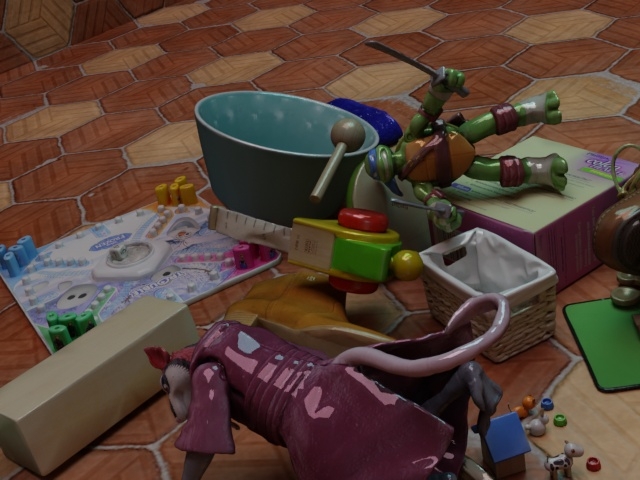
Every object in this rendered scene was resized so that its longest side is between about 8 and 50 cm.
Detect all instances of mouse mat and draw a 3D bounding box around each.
[{"bbox_3d":[0.396,0.120,1.092,0.153,0.007,0.189,-9,27,5],"label":"mouse mat"}]

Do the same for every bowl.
[{"bbox_3d":[-0.067,-0.130,1.499,0.312,0.163,0.311,8,25,-4],"label":"bowl"}]

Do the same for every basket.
[{"bbox_3d":[0.217,0.070,1.148,0.113,0.103,0.167,-22,29,-19],"label":"basket"}]

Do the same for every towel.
[{"bbox_3d":[-0.017,-0.203,1.770,0.308,0.076,0.228,-28,32,-29],"label":"towel"}]

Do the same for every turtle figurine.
[{"bbox_3d":[0.197,-0.122,1.175,0.266,0.274,0.197,-8,62,-2],"label":"turtle figurine"}]

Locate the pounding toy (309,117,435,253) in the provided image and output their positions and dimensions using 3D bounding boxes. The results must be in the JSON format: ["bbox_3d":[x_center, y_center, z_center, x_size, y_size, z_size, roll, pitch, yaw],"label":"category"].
[{"bbox_3d":[0.067,-0.054,1.349,0.110,0.237,0.182,-16,43,50],"label":"pounding toy"}]

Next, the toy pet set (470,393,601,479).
[{"bbox_3d":[0.223,0.199,0.946,0.114,0.065,0.122,-16,28,-9],"label":"toy pet set"}]

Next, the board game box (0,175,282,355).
[{"bbox_3d":[-0.323,0.023,1.492,0.390,0.050,0.390,-24,30,-23],"label":"board game box"}]

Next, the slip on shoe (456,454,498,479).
[{"bbox_3d":[0.144,0.243,0.921,0.041,0.051,0.135,-52,44,-4],"label":"slip on shoe"}]

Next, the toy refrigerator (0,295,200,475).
[{"bbox_3d":[-0.287,0.182,1.143,0.102,0.094,0.269,7,31,43],"label":"toy refrigerator"}]

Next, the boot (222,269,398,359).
[{"bbox_3d":[0.013,0.108,1.161,0.295,0.104,0.211,5,24,17],"label":"boot"}]

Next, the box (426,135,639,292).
[{"bbox_3d":[0.318,-0.039,1.299,0.243,0.117,0.214,-28,32,-27],"label":"box"}]

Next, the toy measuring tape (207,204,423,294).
[{"bbox_3d":[0.000,0.000,1.222,0.330,0.121,0.121,15,37,31],"label":"toy measuring tape"}]

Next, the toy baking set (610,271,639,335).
[{"bbox_3d":[0.497,0.059,1.131,0.256,0.030,0.197,-16,28,-14],"label":"toy baking set"}]

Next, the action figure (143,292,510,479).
[{"bbox_3d":[-0.029,0.159,0.876,0.370,0.275,0.248,19,31,22],"label":"action figure"}]

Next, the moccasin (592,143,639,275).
[{"bbox_3d":[0.468,-0.057,1.181,0.147,0.139,0.380,24,40,38],"label":"moccasin"}]
